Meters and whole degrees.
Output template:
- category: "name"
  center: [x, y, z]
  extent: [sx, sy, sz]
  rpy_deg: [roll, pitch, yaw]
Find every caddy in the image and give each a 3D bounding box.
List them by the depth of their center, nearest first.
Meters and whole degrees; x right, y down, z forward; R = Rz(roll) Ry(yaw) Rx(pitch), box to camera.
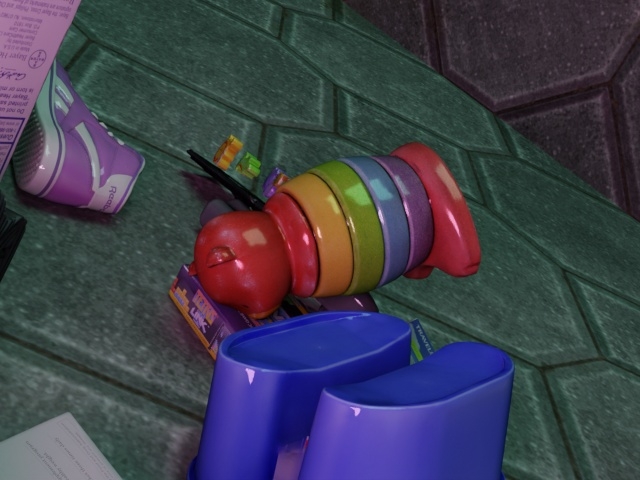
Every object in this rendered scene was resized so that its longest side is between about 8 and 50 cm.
- category: "caddy"
  center: [0.034, 0.186, 1.020]
  extent: [0.241, 0.179, 0.341]
  rpy_deg: [15, 13, 33]

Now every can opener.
- category: "can opener"
  center: [-0.033, 0.026, 1.386]
  extent: [0.283, 0.095, 0.076]
  rpy_deg: [44, 25, 27]

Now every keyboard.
- category: "keyboard"
  center: [-0.119, -0.061, 1.540]
  extent: [0.100, 0.038, 0.192]
  rpy_deg: [34, 3, -43]

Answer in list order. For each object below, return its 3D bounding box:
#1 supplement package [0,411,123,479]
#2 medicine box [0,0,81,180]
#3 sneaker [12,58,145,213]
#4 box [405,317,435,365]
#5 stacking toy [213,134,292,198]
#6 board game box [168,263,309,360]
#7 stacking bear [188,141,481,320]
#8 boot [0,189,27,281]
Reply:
- category: "supplement package"
  center: [-0.217, 0.221, 0.640]
  extent: [0.134, 0.139, 0.244]
  rpy_deg: [48, 25, 11]
- category: "medicine box"
  center: [-0.429, -0.215, 1.167]
  extent: [0.263, 0.289, 0.149]
  rpy_deg: [40, 22, 26]
- category: "sneaker"
  center: [-0.308, -0.130, 1.407]
  extent: [0.161, 0.102, 0.282]
  rpy_deg: [19, 34, -33]
- category: "box"
  center: [0.094, 0.156, 1.275]
  extent: [0.178, 0.042, 0.109]
  rpy_deg: [-16, 78, -61]
- category: "stacking toy"
  center: [-0.057, -0.066, 1.525]
  extent: [0.167, 0.052, 0.221]
  rpy_deg: [33, 4, -19]
- category: "board game box"
  center: [-0.071, 0.097, 1.249]
  extent: [0.141, 0.048, 0.170]
  rpy_deg: [9, 29, -44]
- category: "stacking bear"
  center: [0.000, 0.000, 1.222]
  extent: [0.289, 0.164, 0.175]
  rpy_deg: [-17, 3, -24]
- category: "boot"
  center: [-0.474, -0.066, 0.855]
  extent: [0.445, 0.146, 0.367]
  rpy_deg: [27, -8, -7]
